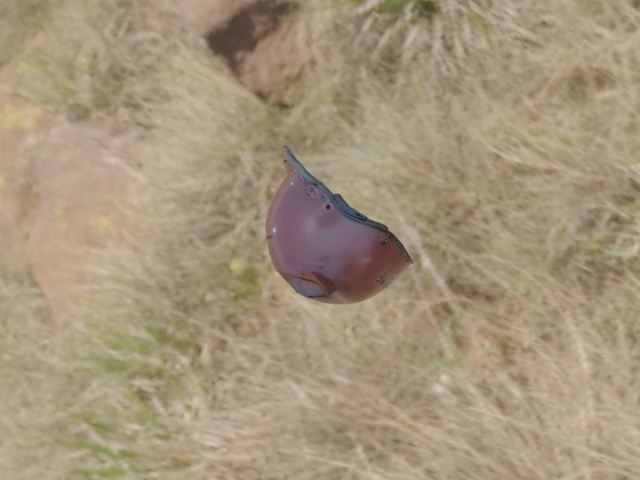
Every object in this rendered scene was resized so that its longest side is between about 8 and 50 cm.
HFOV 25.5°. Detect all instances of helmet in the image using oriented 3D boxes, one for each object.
[{"bbox_3d":[-0.002,0.000,0.661,0.084,0.065,0.049,40,88,24],"label":"helmet"}]
